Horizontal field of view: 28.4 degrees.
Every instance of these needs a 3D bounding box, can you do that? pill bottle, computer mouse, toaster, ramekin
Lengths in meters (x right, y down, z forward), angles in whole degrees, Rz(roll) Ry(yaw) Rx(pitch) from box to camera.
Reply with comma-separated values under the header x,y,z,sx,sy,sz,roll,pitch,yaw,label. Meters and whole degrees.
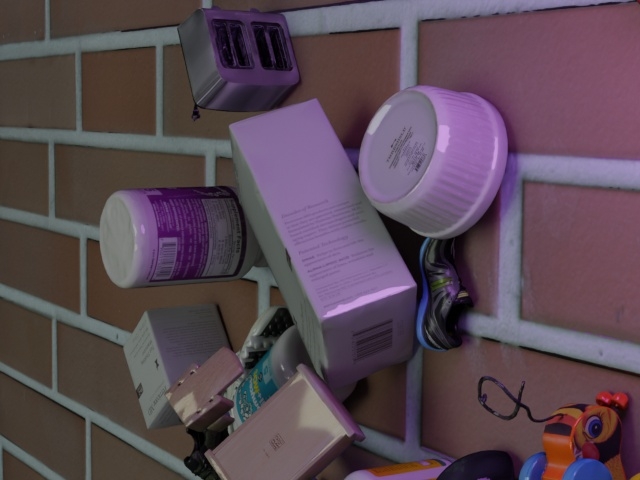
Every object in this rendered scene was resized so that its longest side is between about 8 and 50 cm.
x,y,z,sx,sy,sz,roll,pitch,yaw,label
0.097,0.379,1.793,0.117,0.208,0.117,8,100,58,pill bottle
-0.211,-0.009,2.169,0.169,0.301,0.169,8,99,57,pill bottle
-0.053,0.255,2.086,0.264,0.146,0.146,-52,50,47,pill bottle
0.167,0.391,1.687,0.272,0.072,0.188,-61,15,-13,computer mouse
-0.142,-0.305,2.160,0.110,0.168,0.185,-38,61,52,toaster
0.144,-0.114,1.720,0.207,0.109,0.207,-26,56,46,ramekin

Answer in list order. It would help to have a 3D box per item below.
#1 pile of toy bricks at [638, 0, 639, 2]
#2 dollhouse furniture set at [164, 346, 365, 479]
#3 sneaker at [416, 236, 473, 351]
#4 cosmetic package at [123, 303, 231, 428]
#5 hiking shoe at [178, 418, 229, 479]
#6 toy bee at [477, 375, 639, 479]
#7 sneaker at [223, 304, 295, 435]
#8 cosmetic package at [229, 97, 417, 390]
x,y,z,sx,sy,sz,roll,pitch,yaw,label
0.355,-0.353,1.437,0.105,0.118,0.212,-45,32,16,pile of toy bricks
-0.027,0.301,1.942,0.198,0.303,0.286,-43,60,6,dollhouse furniture set
0.181,0.064,1.783,0.078,0.067,0.188,6,96,37,sneaker
-0.265,0.240,2.422,0.151,0.151,0.183,-54,49,47,cosmetic package
-0.201,0.432,2.370,0.086,0.114,0.227,-50,52,49,hiking shoe
0.324,0.261,1.504,0.195,0.162,0.298,25,138,46,toy bee
-0.115,0.220,2.233,0.118,0.110,0.292,-117,38,-48,sneaker
0.000,0.000,1.909,0.217,0.156,0.385,86,160,-54,cosmetic package
